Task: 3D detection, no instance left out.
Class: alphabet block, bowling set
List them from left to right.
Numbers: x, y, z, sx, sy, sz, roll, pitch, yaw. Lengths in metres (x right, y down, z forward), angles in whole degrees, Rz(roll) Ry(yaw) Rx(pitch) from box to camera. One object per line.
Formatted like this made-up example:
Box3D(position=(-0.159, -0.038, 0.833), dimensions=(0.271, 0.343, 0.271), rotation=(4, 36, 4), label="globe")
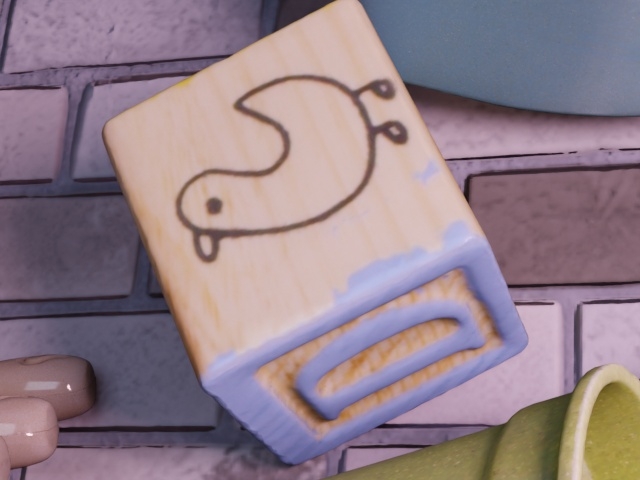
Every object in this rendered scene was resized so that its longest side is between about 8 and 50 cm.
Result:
Box3D(position=(-0.237, 0.191, 0.918), dimensions=(0.154, 0.287, 0.200), rotation=(-6, 93, 5), label="bowling set")
Box3D(position=(0.000, 0.000, 0.927), dimensions=(0.192, 0.193, 0.197), rotation=(-27, 61, 2), label="alphabet block")

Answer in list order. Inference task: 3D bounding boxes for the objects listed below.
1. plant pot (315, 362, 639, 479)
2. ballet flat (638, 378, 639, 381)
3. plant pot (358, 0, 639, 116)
Box3D(position=(0.062, 0.222, 0.787), dimensions=(0.254, 0.276, 0.276), rotation=(-11, 63, 24), label="plant pot")
Box3D(position=(0.256, 0.091, 0.877), dimensions=(0.248, 0.086, 0.086), rotation=(-31, 61, 0), label="ballet flat")
Box3D(position=(0.158, -0.187, 0.963), dimensions=(0.234, 0.165, 0.165), rotation=(20, 53, 10), label="plant pot")
